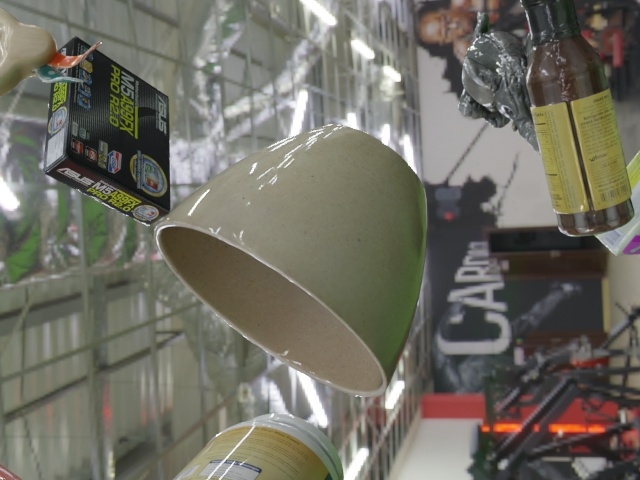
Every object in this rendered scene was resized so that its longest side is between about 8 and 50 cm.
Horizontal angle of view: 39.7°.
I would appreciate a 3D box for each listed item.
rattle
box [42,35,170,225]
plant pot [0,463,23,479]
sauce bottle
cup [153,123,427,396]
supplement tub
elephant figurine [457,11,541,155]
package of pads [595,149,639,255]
[{"bbox_3d":[-0.329,-0.165,0.939,0.130,0.199,0.143,-97,12,-46],"label":"rattle"},{"bbox_3d":[-0.352,-0.184,1.496,0.216,0.060,0.270,31,-139,-41],"label":"box"},{"bbox_3d":[-0.410,0.315,0.889,0.275,0.243,0.275,-6,-82,-54],"label":"plant pot"},{"bbox_3d":[0.343,-0.183,1.208,0.111,0.111,0.345,-51,-51,-72],"label":"sauce bottle"},{"bbox_3d":[0.000,0.000,1.088,0.237,0.331,0.331,-54,-28,-21],"label":"cup"},{"bbox_3d":[-0.099,0.382,1.200,0.316,0.228,0.229,-34,-58,-70],"label":"supplement tub"},{"bbox_3d":[0.311,-0.255,1.424,0.169,0.186,0.239,-62,5,10],"label":"elephant figurine"},{"bbox_3d":[0.638,-0.085,1.550,0.101,0.296,0.229,57,134,35],"label":"package of pads"}]
